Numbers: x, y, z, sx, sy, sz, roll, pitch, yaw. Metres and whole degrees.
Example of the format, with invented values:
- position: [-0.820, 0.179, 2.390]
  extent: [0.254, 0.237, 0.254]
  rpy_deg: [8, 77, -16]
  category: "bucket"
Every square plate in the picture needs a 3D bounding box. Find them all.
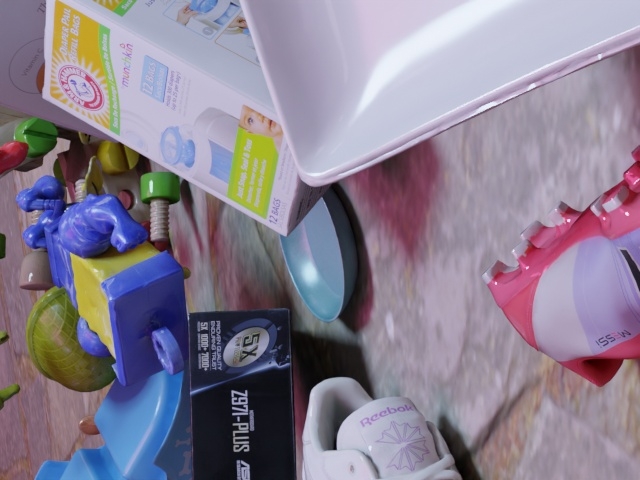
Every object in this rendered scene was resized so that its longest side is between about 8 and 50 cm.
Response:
- position: [0.067, -0.237, 0.899]
  extent: [0.344, 0.049, 0.347]
  rpy_deg: [-22, 84, 43]
  category: "square plate"

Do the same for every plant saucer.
- position: [0.000, 0.000, 1.439]
  extent: [0.119, 0.021, 0.119]
  rpy_deg: [165, 90, -69]
  category: "plant saucer"

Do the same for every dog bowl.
- position: [-0.172, 0.207, 1.770]
  extent: [0.297, 0.074, 0.166]
  rpy_deg: [-61, 33, 15]
  category: "dog bowl"

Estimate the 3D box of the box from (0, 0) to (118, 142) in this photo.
- position: [-0.249, -0.239, 1.377]
  extent: [0.215, 0.345, 0.168]
  rpy_deg: [-54, 44, 19]
  category: "box"

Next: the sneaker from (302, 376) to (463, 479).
- position: [0.055, 0.198, 1.300]
  extent: [0.305, 0.114, 0.152]
  rpy_deg: [-139, 38, -56]
  category: "sneaker"

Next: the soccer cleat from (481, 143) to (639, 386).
- position: [0.166, 0.008, 0.962]
  extent: [0.095, 0.083, 0.248]
  rpy_deg: [45, 153, -4]
  category: "soccer cleat"

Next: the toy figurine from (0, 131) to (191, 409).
- position: [-0.190, 0.066, 1.574]
  extent: [0.217, 0.191, 0.362]
  rpy_deg: [40, 147, 33]
  category: "toy figurine"

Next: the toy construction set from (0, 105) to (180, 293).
- position: [-0.271, -0.086, 1.870]
  extent: [0.309, 0.257, 0.237]
  rpy_deg: [120, 149, -76]
  category: "toy construction set"

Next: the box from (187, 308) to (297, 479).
- position: [-0.059, 0.134, 1.495]
  extent: [0.180, 0.077, 0.147]
  rpy_deg: [103, 165, -81]
  category: "box"

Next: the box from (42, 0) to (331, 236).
- position: [-0.073, -0.114, 1.299]
  extent: [0.203, 0.103, 0.114]
  rpy_deg: [30, 144, 12]
  category: "box"

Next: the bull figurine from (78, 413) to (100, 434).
- position: [-0.141, 0.265, 1.884]
  extent: [0.310, 0.101, 0.188]
  rpy_deg: [-149, 44, -65]
  category: "bull figurine"
